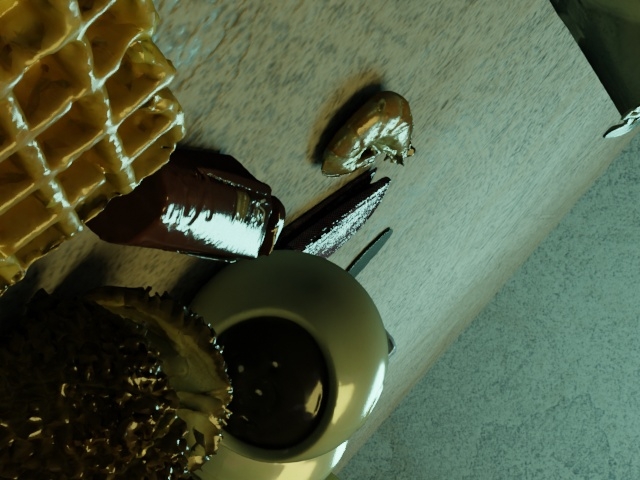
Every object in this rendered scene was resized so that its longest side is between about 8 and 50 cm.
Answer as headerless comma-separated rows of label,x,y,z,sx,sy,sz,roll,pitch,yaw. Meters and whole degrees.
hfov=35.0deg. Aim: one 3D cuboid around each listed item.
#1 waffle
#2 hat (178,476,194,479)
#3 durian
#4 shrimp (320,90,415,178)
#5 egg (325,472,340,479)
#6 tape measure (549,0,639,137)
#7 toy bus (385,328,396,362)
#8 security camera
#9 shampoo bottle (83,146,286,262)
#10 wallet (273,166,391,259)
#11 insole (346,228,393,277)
waffle,-0.138,-0.061,0.444,0.160,0.055,0.211,-42,163,-18
hat,-0.120,0.305,1.052,0.336,0.209,0.238,-50,140,2
durian,-0.156,0.117,0.669,0.196,0.166,0.196,-19,166,-5
shrimp,0.051,-0.087,0.933,0.099,0.041,0.180,-48,166,7
egg,-0.089,0.512,1.580,0.374,0.301,0.301,-39,163,-29
tape measure,0.276,-0.240,0.755,0.275,0.256,0.147,-28,170,-1
toy bus,0.041,0.210,1.609,0.190,0.075,0.064,-45,164,-6
security camera,-0.037,0.112,0.918,0.195,0.194,0.236,-34,160,-42
shampoo bottle,-0.078,-0.021,0.689,0.068,0.067,0.236,-59,163,9
wallet,0.001,0.001,1.039,0.166,0.030,0.111,-37,161,-36
insole,0.029,0.054,1.305,0.188,0.004,0.064,-46,165,-3
